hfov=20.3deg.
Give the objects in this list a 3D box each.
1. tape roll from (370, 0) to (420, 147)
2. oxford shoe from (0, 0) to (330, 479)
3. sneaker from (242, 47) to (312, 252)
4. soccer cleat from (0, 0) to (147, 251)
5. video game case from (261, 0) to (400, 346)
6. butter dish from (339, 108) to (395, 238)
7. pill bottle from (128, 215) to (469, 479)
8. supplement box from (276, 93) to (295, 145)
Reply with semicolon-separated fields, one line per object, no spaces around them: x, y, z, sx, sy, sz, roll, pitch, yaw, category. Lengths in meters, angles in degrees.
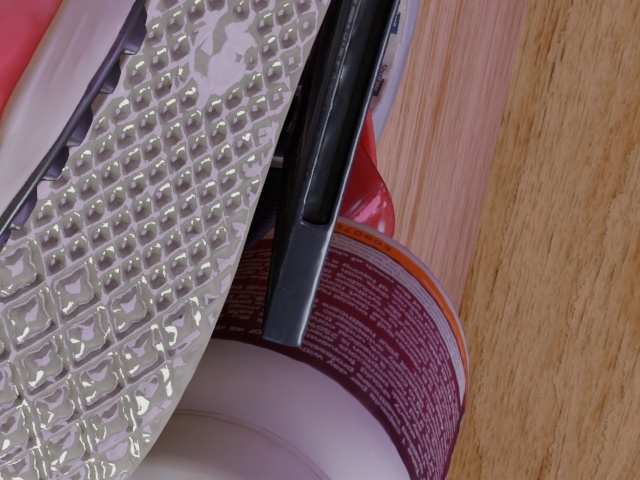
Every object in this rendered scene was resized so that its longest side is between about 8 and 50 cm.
0.019;-0.161;1.404;0.219;0.072;0.219;16;90;-80;tape roll
-0.113;-0.038;0.758;0.169;0.130;0.449;27;86;-53;oxford shoe
-0.030;-0.127;1.126;0.162;0.106;0.281;-30;135;-81;sneaker
-0.184;0.014;0.600;0.318;0.116;0.108;-57;-166;-4;soccer cleat
0.017;-0.111;0.893;0.196;0.026;0.274;-85;-172;-58;video game case
0.000;0.000;1.290;0.160;0.118;0.160;-35;159;-10;butter dish
-0.041;0.136;1.045;0.392;0.224;0.224;-57;160;-71;pill bottle
-0.067;-0.128;0.922;0.081;0.104;0.188;-63;164;-49;supplement box
